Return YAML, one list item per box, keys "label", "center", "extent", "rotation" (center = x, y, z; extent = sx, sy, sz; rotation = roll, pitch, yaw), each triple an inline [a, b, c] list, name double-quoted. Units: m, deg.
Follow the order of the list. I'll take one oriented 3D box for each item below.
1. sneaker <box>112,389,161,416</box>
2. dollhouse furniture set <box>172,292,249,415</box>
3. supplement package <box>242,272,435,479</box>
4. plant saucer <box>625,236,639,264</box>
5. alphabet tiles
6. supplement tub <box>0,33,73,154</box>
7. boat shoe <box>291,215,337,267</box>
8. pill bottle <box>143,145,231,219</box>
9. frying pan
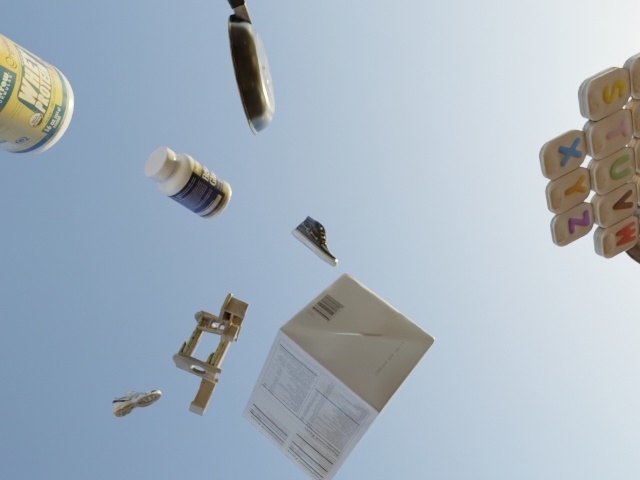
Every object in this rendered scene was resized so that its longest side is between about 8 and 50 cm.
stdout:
- label: "sneaker"
  center: [-0.322, 0.273, 0.990]
  extent: [0.083, 0.037, 0.032]
  rotation: [-17, -43, -21]
- label: "dollhouse furniture set"
  center: [-0.227, 0.208, 1.087]
  extent: [0.101, 0.161, 0.182]
  rotation: [23, -130, -1]
- label: "supplement package"
  center: [0.024, 0.240, 0.980]
  extent: [0.198, 0.263, 0.199]
  rotation: [37, -138, 16]
- label: "plant saucer"
  center: [0.692, -0.036, 1.120]
  extent: [0.036, 0.198, 0.199]
  rotation: [11, -104, -41]
- label: "alphabet tiles"
  center: [0.437, -0.114, 0.798]
  extent: [0.278, 0.021, 0.284]
  rotation: [-26, -61, -9]
- label: "supplement tub"
  center: [-0.454, -0.208, 0.763]
  extent: [0.199, 0.144, 0.144]
  rotation: [28, -119, -72]
- label: "boat shoe"
  center: [0.000, 0.000, 1.757]
  extent: [0.083, 0.183, 0.065]
  rotation: [-48, -19, -6]
- label: "pill bottle"
  center: [-0.273, -0.120, 1.165]
  extent: [0.169, 0.094, 0.094]
  rotation: [36, -120, -44]
- label: "frying pan"
  center: [-0.125, -0.338, 0.953]
  extent: [0.197, 0.053, 0.326]
  rotation: [50, -149, -82]
